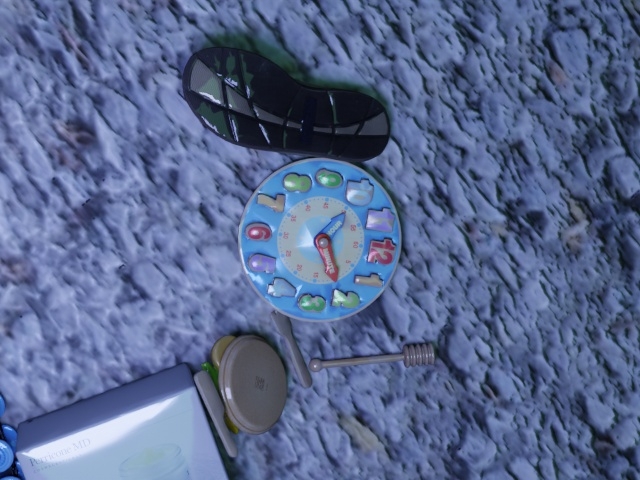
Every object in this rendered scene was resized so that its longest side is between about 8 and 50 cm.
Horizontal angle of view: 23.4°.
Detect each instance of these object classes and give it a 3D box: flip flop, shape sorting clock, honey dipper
[{"bbox_3d":[-0.045,-0.159,1.884,0.277,0.080,0.112,11,91,-27],"label":"flip flop"},{"bbox_3d":[0.000,0.000,1.925,0.206,0.040,0.206,-1,96,-12],"label":"shape sorting clock"},{"bbox_3d":[0.064,0.152,1.971,0.160,0.030,0.030,-5,99,-6],"label":"honey dipper"}]

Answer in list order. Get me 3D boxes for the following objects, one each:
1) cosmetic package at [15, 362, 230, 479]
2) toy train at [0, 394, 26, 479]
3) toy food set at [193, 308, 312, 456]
[{"bbox_3d":[-0.225,0.299,1.875,0.224,0.138,0.225,-20,100,-6],"label":"cosmetic package"},{"bbox_3d":[-0.418,0.261,1.867,0.105,0.080,0.184,-18,103,1],"label":"toy train"},{"bbox_3d":[-0.090,0.173,1.898,0.192,0.038,0.132,-37,110,-49],"label":"toy food set"}]
